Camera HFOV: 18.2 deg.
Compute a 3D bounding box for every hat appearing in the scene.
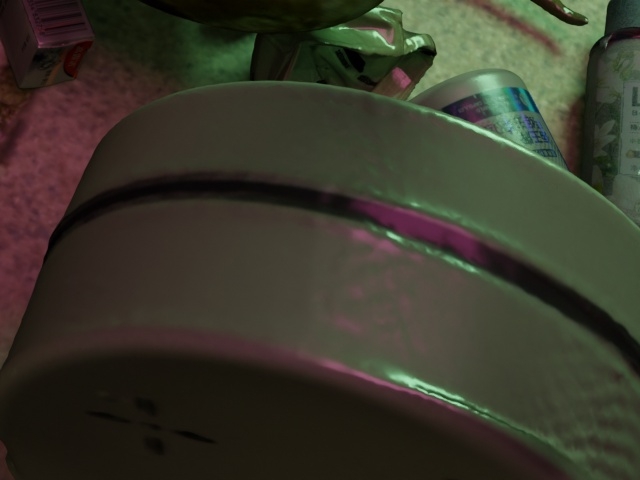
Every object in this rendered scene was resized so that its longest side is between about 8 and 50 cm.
[{"bbox_3d":[-0.004,-0.090,1.273,0.081,0.122,0.166,11,65,37],"label":"hat"}]

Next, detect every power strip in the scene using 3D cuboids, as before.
[{"bbox_3d":[0.023,0.080,1.021,0.357,0.357,0.161,24,59,-7],"label":"power strip"}]

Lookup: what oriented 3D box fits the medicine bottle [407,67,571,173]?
[{"bbox_3d":[0.116,-0.002,1.239,0.107,0.107,0.191,-15,69,-27],"label":"medicine bottle"}]

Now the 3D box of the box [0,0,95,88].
[{"bbox_3d":[-0.200,-0.202,1.259,0.040,0.055,0.218,-12,68,-27],"label":"box"}]

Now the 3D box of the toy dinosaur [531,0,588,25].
[{"bbox_3d":[0.044,-0.229,1.370,0.251,0.072,0.199,-2,72,-31],"label":"toy dinosaur"}]

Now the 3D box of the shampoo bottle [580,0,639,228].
[{"bbox_3d":[0.208,-0.071,1.334,0.072,0.072,0.214,15,58,-13],"label":"shampoo bottle"}]

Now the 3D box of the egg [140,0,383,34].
[{"bbox_3d":[-0.059,-0.245,1.196,0.238,0.238,0.289,-34,79,-31],"label":"egg"}]
